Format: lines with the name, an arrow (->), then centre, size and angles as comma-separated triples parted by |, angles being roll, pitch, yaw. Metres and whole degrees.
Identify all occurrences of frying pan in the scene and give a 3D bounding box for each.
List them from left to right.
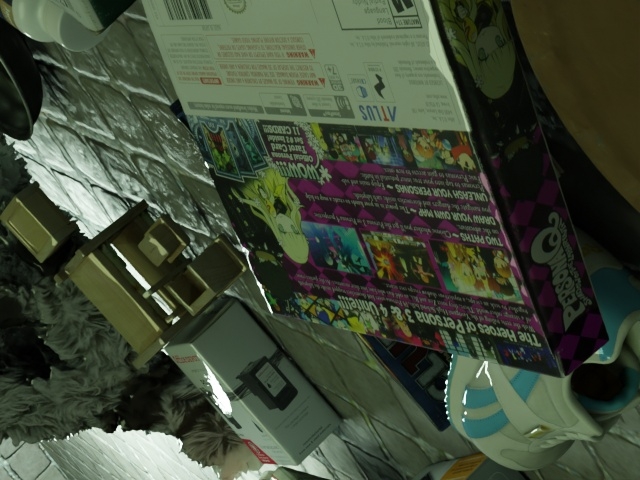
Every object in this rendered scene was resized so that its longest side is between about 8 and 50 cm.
frying pan -> -0.347, -0.221, 1.351 | 0.326, 0.053, 0.197 | 49, 160, 3

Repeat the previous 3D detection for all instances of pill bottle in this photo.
pill bottle -> -0.198, -0.178, 1.081 | 0.120, 0.067, 0.067 | 36, 158, 31

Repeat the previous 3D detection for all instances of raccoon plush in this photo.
raccoon plush -> -0.271, 0.072, 1.587 | 0.446, 0.216, 0.299 | 49, -174, -39

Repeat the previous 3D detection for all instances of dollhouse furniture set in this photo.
dollhouse furniture set -> -0.153, -0.014, 1.338 | 0.182, 0.101, 0.161 | 48, 137, 0

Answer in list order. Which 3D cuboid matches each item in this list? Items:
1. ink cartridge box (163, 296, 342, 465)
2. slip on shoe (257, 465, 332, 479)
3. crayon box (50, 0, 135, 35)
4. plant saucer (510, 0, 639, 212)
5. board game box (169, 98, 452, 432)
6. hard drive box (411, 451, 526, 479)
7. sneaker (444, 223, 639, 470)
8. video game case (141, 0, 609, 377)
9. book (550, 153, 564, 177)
ink cartridge box -> -0.065, 0.130, 1.423 | 0.150, 0.063, 0.109 | 49, 162, -8
slip on shoe -> -0.011, 0.276, 1.491 | 0.123, 0.101, 0.331 | 20, 167, -8
crayon box -> -0.205, -0.275, 0.842 | 0.202, 0.081, 0.318 | 37, 165, 27
plant saucer -> 0.170, -0.054, 0.559 | 0.278, 0.041, 0.278 | 39, 160, 17
board game box -> 0.000, 0.000, 0.977 | 0.243, 0.042, 0.165 | 50, 179, -9
hard drive box -> 0.058, 0.274, 1.181 | 0.089, 0.232, 0.181 | 47, 161, 0
sneaker -> 0.128, 0.077, 0.851 | 0.092, 0.087, 0.228 | 40, 161, 26
video game case -> 0.017, -0.046, 0.760 | 0.232, 0.042, 0.210 | 8, 125, 53
book -> 0.058, -0.056, 0.829 | 0.096, 0.035, 0.144 | 55, 161, -6
